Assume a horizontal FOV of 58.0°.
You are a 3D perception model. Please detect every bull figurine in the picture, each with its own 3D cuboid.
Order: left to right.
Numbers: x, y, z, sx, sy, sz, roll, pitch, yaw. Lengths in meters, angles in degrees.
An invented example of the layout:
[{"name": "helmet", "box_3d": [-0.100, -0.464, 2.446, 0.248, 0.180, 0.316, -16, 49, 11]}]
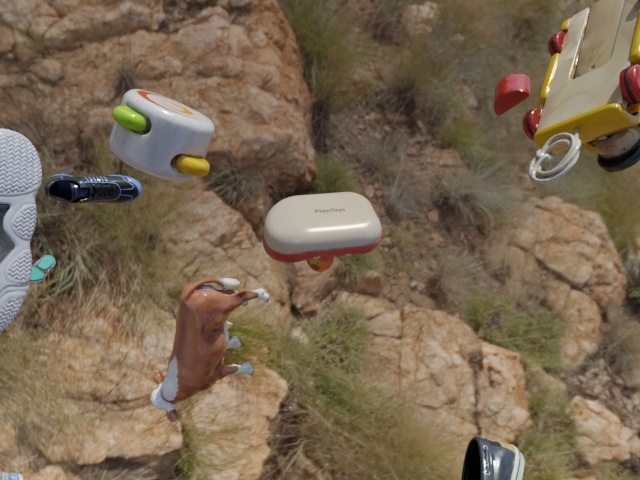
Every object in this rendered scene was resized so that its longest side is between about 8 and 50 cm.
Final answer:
[{"name": "bull figurine", "box_3d": [-0.213, 0.201, 1.085, 0.188, 0.311, 0.101, -12, 41, -42]}]

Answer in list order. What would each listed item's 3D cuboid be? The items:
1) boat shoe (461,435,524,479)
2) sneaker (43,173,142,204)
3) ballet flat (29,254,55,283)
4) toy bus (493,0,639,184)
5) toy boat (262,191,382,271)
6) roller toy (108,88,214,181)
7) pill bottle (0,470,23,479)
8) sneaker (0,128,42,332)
[{"name": "boat shoe", "box_3d": [0.402, 0.755, 1.529, 0.155, 0.187, 0.500, 29, 58, 0]}, {"name": "sneaker", "box_3d": [-0.576, -0.124, 1.468, 0.232, 0.090, 0.082, 0, 109, -14]}, {"name": "ballet flat", "box_3d": [-0.594, 0.070, 1.211, 0.041, 0.041, 0.114, 30, 20, -9]}, {"name": "toy bus", "box_3d": [0.253, -0.123, 0.489, 0.104, 0.202, 0.191, 36, 18, -21]}, {"name": "toy boat", "box_3d": [0.000, 0.000, 1.139, 0.230, 0.151, 0.151, -5, 41, -14]}, {"name": "roller toy", "box_3d": [-0.326, -0.209, 1.193, 0.209, 0.146, 0.191, 19, 16, -19]}, {"name": "pill bottle", "box_3d": [-0.585, 0.423, 0.972, 0.137, 0.078, 0.078, 28, 53, -35]}, {"name": "sneaker", "box_3d": [-0.440, -0.005, 0.715, 0.101, 0.153, 0.269, 20, 77, -62]}]
